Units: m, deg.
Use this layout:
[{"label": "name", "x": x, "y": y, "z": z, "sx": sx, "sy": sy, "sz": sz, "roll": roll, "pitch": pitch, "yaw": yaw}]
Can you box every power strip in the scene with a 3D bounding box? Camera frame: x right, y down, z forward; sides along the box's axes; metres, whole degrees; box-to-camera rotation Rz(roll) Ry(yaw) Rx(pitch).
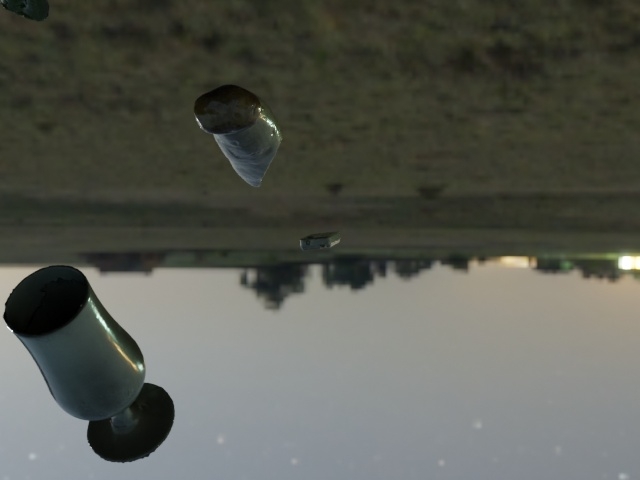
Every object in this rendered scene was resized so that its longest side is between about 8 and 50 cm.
[{"label": "power strip", "x": 0.000, "y": 0.000, "z": 1.713, "sx": 0.040, "sy": 0.016, "sz": 0.090, "roll": -6, "pitch": -176, "yaw": 10}]

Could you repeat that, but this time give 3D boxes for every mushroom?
[{"label": "mushroom", "x": -0.113, "y": -0.164, "z": 2.125, "sx": 0.107, "sy": 0.087, "sz": 0.333, "roll": 3, "pitch": 164, "yaw": 12}]

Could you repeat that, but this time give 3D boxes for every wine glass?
[{"label": "wine glass", "x": -0.233, "y": 0.126, "z": 1.353, "sx": 0.103, "sy": 0.103, "sz": 0.231, "roll": 0, "pitch": 142, "yaw": 20}]

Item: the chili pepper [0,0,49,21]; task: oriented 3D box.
[{"label": "chili pepper", "x": -0.399, "y": -0.447, "z": 1.768, "sx": 0.085, "sy": 0.359, "sz": 0.076, "roll": 30, "pitch": -129, "yaw": 17}]
